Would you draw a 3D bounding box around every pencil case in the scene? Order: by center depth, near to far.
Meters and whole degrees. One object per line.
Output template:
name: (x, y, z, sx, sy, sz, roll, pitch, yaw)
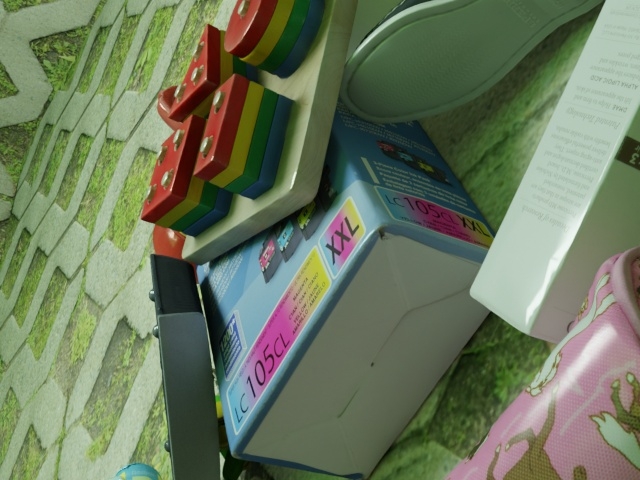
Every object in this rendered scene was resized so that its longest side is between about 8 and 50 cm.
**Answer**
pencil case: (0.119, 0.190, 0.559, 0.386, 0.167, 0.160, -56, 34, 26)

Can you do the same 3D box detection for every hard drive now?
hard drive: (-0.142, 0.156, 0.979, 0.172, 0.054, 0.254, -120, 26, -65)

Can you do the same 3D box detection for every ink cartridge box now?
ink cartridge box: (0.000, 0.000, 0.947, 0.270, 0.151, 0.395, -58, 27, 23)

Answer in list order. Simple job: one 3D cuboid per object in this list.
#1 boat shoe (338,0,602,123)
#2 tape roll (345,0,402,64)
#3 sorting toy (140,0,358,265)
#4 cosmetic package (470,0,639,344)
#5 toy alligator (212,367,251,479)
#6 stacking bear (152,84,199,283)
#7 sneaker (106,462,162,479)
boat shoe: (0.144, -0.209, 0.825, 0.302, 0.114, 0.091, -26, 39, 25)
tape roll: (0.025, -0.331, 1.176, 0.286, 0.100, 0.286, -41, 39, 45)
sorting toy: (-0.079, -0.133, 0.918, 0.257, 0.089, 0.255, -27, 46, 57)
cosmetic package: (0.205, -0.039, 0.608, 0.231, 0.117, 0.085, -68, 25, 7)
toy alligator: (-0.099, 0.208, 1.107, 0.051, 0.056, 0.189, -21, 36, 2)
stacking bear: (-0.148, -0.060, 1.268, 0.164, 0.175, 0.289, 41, 132, 17)
sneaker: (-0.214, 0.370, 1.129, 0.319, 0.127, 0.208, -24, 53, 55)
